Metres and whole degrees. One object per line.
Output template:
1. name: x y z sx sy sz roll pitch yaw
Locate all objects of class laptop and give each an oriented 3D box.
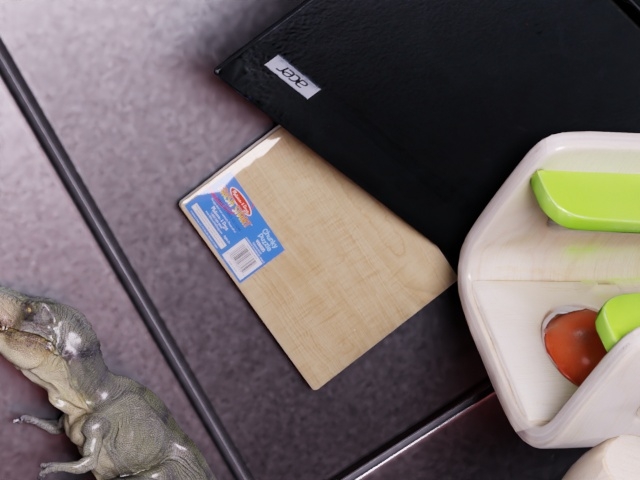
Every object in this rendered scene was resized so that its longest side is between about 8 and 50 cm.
1. laptop: 0.110 -0.142 0.977 0.234 0.137 0.264 36 65 -41

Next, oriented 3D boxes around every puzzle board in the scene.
1. puzzle board: 0.000 0.000 1.010 0.096 0.011 0.128 -37 113 -6

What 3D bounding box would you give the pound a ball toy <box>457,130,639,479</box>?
1. pound a ball toy: 0.206 0.068 0.980 0.319 0.208 0.135 0 142 -29

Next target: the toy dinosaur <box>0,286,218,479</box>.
1. toy dinosaur: -0.093 0.140 0.989 0.118 0.064 0.268 -49 118 -9
